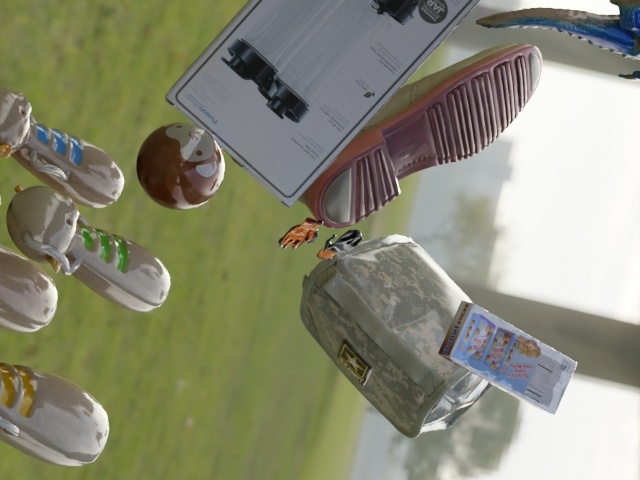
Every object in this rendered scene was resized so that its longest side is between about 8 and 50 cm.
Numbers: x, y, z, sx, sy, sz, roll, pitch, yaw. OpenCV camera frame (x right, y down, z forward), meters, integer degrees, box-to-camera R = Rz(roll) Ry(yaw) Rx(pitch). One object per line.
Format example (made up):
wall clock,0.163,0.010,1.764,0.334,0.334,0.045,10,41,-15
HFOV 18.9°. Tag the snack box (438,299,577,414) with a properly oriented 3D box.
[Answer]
snack box,0.202,0.126,2.057,0.022,0.178,0.064,17,-100,52

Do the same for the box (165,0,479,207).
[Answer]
box,0.004,-0.195,1.885,0.290,0.169,0.087,-48,-172,8

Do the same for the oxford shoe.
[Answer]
oxford shoe,0.100,-0.149,2.226,0.348,0.130,0.123,-29,134,-22

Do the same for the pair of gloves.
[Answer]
pair of gloves,0.000,0.000,2.081,0.074,0.083,0.010,-38,-133,50

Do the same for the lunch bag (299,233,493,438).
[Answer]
lunch bag,0.103,0.122,2.473,0.169,0.235,0.287,-46,165,12

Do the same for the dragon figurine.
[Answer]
dragon figurine,0.274,-0.146,1.459,0.085,0.289,0.144,-112,-173,-59

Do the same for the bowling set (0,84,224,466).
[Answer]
bowling set,-0.175,-0.028,1.163,0.200,0.287,0.154,-44,139,11
